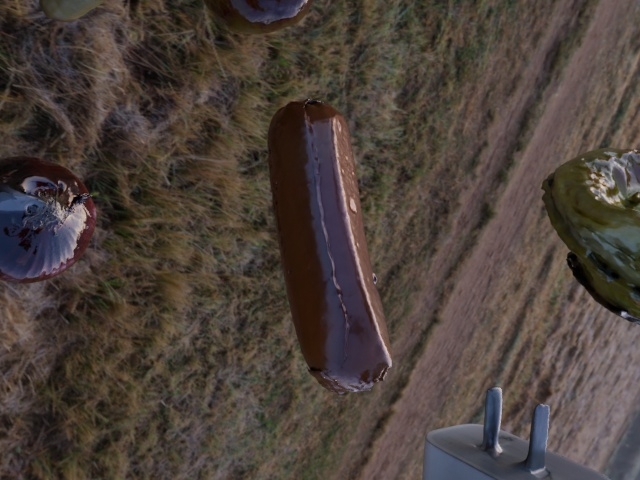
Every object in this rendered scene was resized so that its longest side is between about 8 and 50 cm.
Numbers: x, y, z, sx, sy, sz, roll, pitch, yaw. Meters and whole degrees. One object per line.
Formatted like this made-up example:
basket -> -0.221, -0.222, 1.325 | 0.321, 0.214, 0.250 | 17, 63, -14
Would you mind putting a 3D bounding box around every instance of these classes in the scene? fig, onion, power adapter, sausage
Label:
fig -> -0.113, -0.419, 0.797 | 0.190, 0.290, 0.191 | -9, 114, -19
onion -> -0.633, -0.042, 1.058 | 0.273, 0.285, 0.273 | 13, 75, -57
power adapter -> 0.199, 0.291, 0.534 | 0.124, 0.187, 0.255 | 3, 92, -33
sausage -> 0.000, 0.000, 0.548 | 0.102, 0.102, 0.330 | 4, 71, -48

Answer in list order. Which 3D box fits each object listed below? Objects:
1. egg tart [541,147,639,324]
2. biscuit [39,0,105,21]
egg tart -> 0.307, 0.006, 0.442 | 0.241, 0.241, 0.106 | -24, 141, -36
biscuit -> -0.251, -0.402, 0.616 | 0.062, 0.290, 0.237 | 19, 79, -43
